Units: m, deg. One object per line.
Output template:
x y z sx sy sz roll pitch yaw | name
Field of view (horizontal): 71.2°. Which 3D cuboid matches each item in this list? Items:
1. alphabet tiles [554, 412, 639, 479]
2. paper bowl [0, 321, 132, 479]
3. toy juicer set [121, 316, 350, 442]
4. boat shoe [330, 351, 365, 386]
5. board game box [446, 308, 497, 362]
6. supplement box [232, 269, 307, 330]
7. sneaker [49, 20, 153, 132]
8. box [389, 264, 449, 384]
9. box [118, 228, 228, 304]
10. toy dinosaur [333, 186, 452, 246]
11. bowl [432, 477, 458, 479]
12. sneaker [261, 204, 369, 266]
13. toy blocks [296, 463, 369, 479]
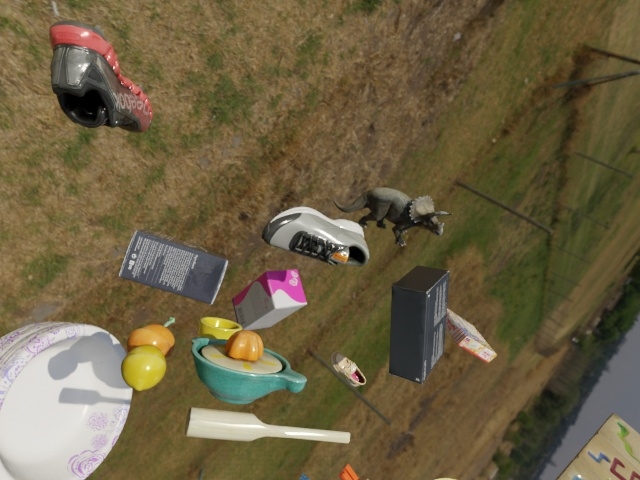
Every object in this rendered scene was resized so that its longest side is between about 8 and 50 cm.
0.316 0.290 0.337 0.343 0.285 0.011 -8 134 -42 | alphabet tiles
-0.489 0.286 0.788 0.284 0.148 0.283 -1 90 -68 | paper bowl
-0.135 0.158 0.577 0.209 0.329 0.089 14 91 -40 | toy juicer set
0.101 0.444 1.549 0.170 0.059 0.063 50 48 -26 | boat shoe
0.485 0.313 1.490 0.194 0.146 0.045 33 107 -33 | board game box
-0.154 0.177 1.306 0.114 0.111 0.220 -1 155 -38 | supplement box
-0.374 -0.239 0.772 0.276 0.098 0.134 92 1 -78 | sneaker
0.269 0.222 1.216 0.184 0.103 0.260 -26 120 -56 | box
-0.327 0.056 1.026 0.207 0.153 0.108 20 88 -12 | box
0.197 -0.087 1.247 0.121 0.314 0.160 -46 157 -51 | toy dinosaur
0.219 0.523 0.818 0.170 0.170 0.080 -41 170 -20 | bowl
0.000 0.000 0.977 0.272 0.108 0.100 9 129 -33 | sneaker
0.034 0.487 0.857 0.123 0.148 0.054 -38 166 -25 | toy blocks
